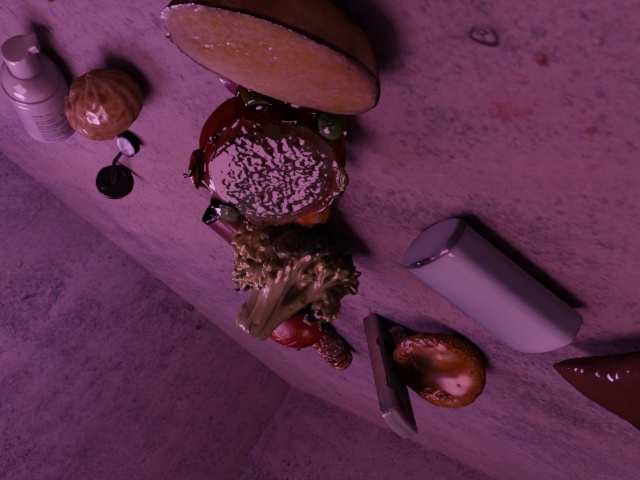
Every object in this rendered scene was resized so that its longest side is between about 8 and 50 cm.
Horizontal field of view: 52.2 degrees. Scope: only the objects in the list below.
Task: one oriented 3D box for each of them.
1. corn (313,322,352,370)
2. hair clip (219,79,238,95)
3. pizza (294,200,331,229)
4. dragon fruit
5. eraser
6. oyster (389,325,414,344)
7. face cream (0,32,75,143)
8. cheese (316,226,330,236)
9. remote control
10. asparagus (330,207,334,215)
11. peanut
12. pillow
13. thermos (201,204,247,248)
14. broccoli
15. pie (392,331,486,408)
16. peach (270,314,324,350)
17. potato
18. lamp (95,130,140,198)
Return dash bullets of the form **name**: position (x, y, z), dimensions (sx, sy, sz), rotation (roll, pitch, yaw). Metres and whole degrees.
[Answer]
- **corn**: position (0.025, 0.363, 2.307), dimensions (0.098, 0.098, 0.290), rotation (17, 152, 40)
- **hair clip**: position (-0.149, -0.281, 1.133), dimensions (0.054, 0.022, 0.137), rotation (3, 145, 51)
- **pizza**: position (-0.093, -0.144, 1.272), dimensions (0.226, 0.086, 0.335), rotation (12, 152, 39)
- **dragon fruit**: position (-0.072, -0.140, 1.080), dimensions (0.295, 0.130, 0.268), rotation (-26, 119, 24)
- **eraser**: position (0.301, 0.087, 1.179), dimensions (0.290, 0.104, 0.189), rotation (37, 156, -11)
- **oyster**: position (0.277, 0.304, 1.818), dimensions (0.177, 0.064, 0.125), rotation (32, 177, -25)
- **face cream**: position (-0.693, -0.379, 1.583), dimensions (0.145, 0.145, 0.369), rotation (33, 160, 3)
- **cheese**: position (0.000, -0.001, 1.579), dimensions (0.047, 0.017, 0.111), rotation (27, 153, 6)
- **remote control**: position (0.186, 0.363, 1.777), dimensions (0.050, 0.344, 0.145), rotation (-27, 127, 16)
- **asparagus**: position (-0.037, -0.068, 1.460), dimensions (0.034, 0.027, 0.236), rotation (34, 165, -36)
- **peanut**: position (-0.492, -0.301, 1.456), dimensions (0.153, 0.140, 0.325), rotation (30, 167, -33)
- **pillow**: position (0.619, 0.294, 1.159), dimensions (0.308, 0.108, 0.305), rotation (34, 162, -4)
- **thermos**: position (-0.142, 0.004, 1.711), dimensions (0.330, 0.136, 0.109), rotation (43, -173, -25)
- **broccoli**: position (-0.076, 0.092, 1.462), dimensions (0.293, 0.280, 0.348), rotation (34, 177, 3)
- **pie**: position (0.305, 0.331, 1.697), dimensions (0.273, 0.069, 0.273), rotation (13, 130, 17)
- **peach**: position (-0.091, 0.244, 2.069), dimensions (0.226, 0.196, 0.190), rotation (38, -164, -18)
- **potato**: position (-0.049, -0.271, 0.864), dimensions (0.299, 0.116, 0.239), rotation (20, 165, 6)
- **lamp**: position (-0.568, -0.238, 1.883), dimensions (0.130, 0.108, 0.371), rotation (46, 146, 1)
